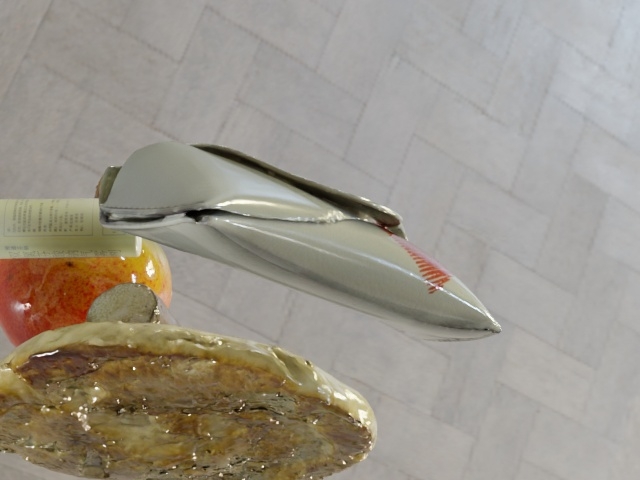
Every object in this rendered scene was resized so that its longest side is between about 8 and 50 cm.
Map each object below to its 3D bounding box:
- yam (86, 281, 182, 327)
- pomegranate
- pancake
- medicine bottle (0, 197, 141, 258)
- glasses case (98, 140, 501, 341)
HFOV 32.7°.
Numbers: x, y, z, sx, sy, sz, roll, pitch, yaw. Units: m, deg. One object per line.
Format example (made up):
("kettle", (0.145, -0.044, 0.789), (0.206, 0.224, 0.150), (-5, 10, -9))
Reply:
("yam", (-0.167, 0.101, 1.058), (0.084, 0.084, 0.127), (-47, 142, -22))
("pomegranate", (-0.288, 0.038, 1.347), (0.221, 0.221, 0.256), (23, 93, -26))
("pancake", (-0.131, 0.163, 0.978), (0.356, 0.356, 0.065), (19, 52, -27))
("medicine bottle", (-0.290, -0.011, 1.048), (0.231, 0.059, 0.059), (-1, 88, -5))
("glasses case", (0.001, 0.001, 0.788), (0.308, 0.128, 0.083), (21, 83, -35))
